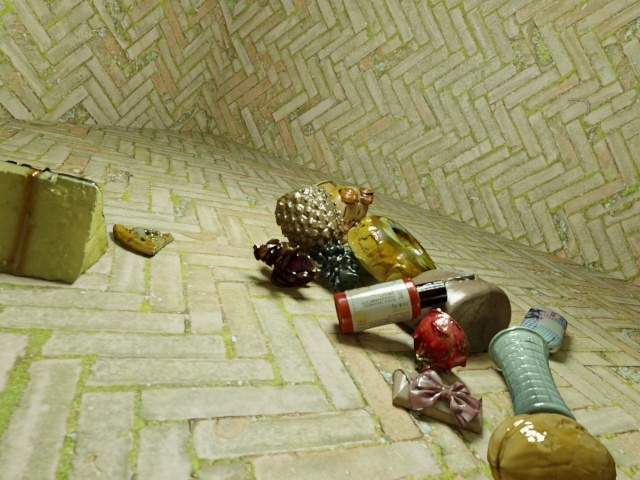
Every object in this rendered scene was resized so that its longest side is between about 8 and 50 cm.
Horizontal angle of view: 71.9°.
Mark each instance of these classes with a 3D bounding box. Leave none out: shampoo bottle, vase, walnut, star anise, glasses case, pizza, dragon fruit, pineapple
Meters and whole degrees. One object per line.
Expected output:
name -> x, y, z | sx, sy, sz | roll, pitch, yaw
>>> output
shampoo bottle -> 0.178, 0.155, 1.102 | 0.279, 0.104, 0.104 | -12, 21, -3
vase -> 0.470, 0.322, 0.988 | 0.143, 0.143, 0.299 | 19, 20, 8
walnut -> 0.380, 0.369, 0.729 | 0.207, 0.159, 0.159 | 10, 18, -17
star anise -> -0.105, 0.064, 1.254 | 0.190, 0.126, 0.220 | 45, -6, -1
glasses case -> 0.725, 0.282, 1.433 | 0.125, 0.076, 0.328 | 25, 19, 28
pizza -> -0.488, -0.004, 1.271 | 0.176, 0.036, 0.185 | -2, 26, -46
dragon fruit -> 0.261, 0.248, 1.043 | 0.111, 0.152, 0.153 | -20, 36, -34
glasses case -> 0.241, 0.318, 0.890 | 0.194, 0.070, 0.102 | 18, 19, 6
pineapple -> 0.000, 0.000, 1.369 | 0.202, 0.202, 0.361 | -3, 59, -47

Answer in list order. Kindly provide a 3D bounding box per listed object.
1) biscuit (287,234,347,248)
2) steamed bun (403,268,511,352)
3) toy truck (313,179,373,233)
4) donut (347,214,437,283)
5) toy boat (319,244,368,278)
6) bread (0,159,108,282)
biscuit -> 0.017, 0.010, 1.552 | 0.250, 0.036, 0.165 | -8, 8, -18
steamed bun -> 0.377, 0.174, 1.242 | 0.302, 0.199, 0.251 | 3, 21, -34
toy truck -> 0.092, -0.152, 1.979 | 0.212, 0.204, 0.288 | 25, 21, 32
donut -> 0.246, 0.048, 1.444 | 0.330, 0.160, 0.329 | 33, 32, -24
toy boat -> 0.105, 0.072, 1.503 | 0.111, 0.084, 0.276 | 29, 20, 29
bread -> -0.624, -0.064, 0.993 | 0.264, 0.235, 0.198 | 13, 18, -13
